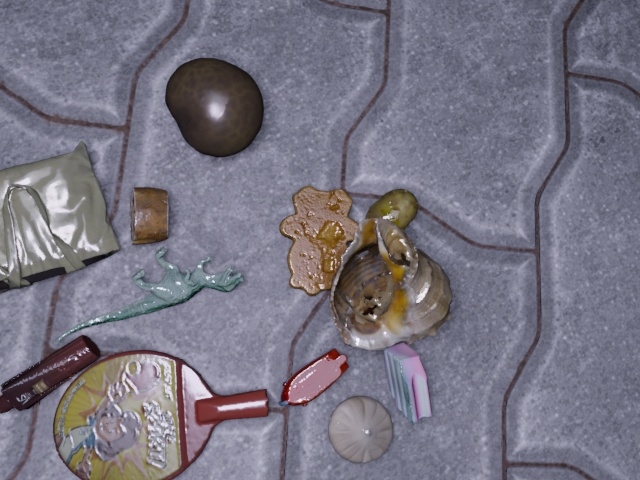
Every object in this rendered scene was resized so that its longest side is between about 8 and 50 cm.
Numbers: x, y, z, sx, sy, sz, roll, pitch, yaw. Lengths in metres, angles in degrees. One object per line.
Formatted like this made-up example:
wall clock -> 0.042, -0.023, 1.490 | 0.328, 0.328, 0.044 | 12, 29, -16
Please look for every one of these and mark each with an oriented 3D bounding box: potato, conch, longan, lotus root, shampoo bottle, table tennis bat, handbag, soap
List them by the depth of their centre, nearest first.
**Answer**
shampoo bottle -> -0.545, 0.271, 1.001 | 0.236, 0.067, 0.068 | -35, 90, -12
handbag -> -0.587, -0.038, 1.035 | 0.316, 0.109, 0.253 | -21, 87, -19
table tennis bat -> -0.311, 0.349, 1.039 | 0.416, 0.051, 0.267 | -4, 80, -8
lotus root -> -0.354, -0.050, 1.074 | 0.081, 0.112, 0.122 | 0, 78, -18
conch -> 0.126, 0.094, 1.091 | 0.263, 0.186, 0.323 | -33, 111, -13
soap -> 0.182, 0.294, 1.106 | 0.056, 0.100, 0.148 | -17, 108, -18
longan -> -0.222, -0.283, 1.109 | 0.212, 0.198, 0.198 | 42, 75, 2
potato -> 0.164, -0.061, 1.189 | 0.138, 0.070, 0.091 | -43, 88, -14

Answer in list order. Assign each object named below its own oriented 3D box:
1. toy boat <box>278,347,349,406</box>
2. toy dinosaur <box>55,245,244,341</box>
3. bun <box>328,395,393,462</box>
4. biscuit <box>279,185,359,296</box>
toy boat -> -0.018, 0.292, 1.095 | 0.173, 0.059, 0.069 | -38, 87, -8
toy dinosaur -> -0.355, 0.088, 1.066 | 0.384, 0.076, 0.129 | -14, 102, -5
bun -> 0.089, 0.392, 1.076 | 0.139, 0.094, 0.138 | 2, 79, -13
biscuit -> 0.000, 0.001, 1.166 | 0.185, 0.035, 0.248 | 2, 79, -9
